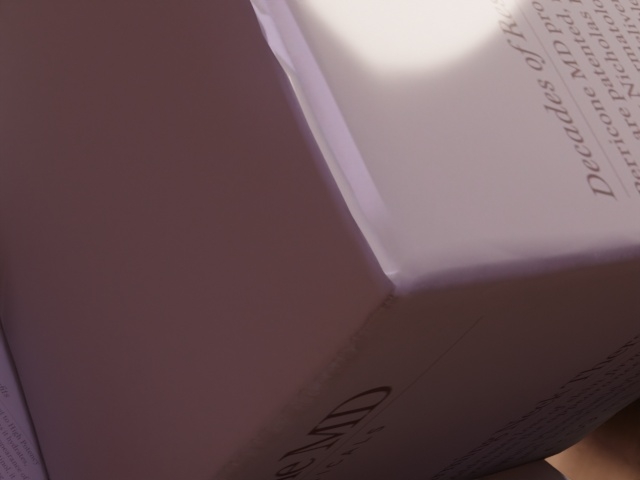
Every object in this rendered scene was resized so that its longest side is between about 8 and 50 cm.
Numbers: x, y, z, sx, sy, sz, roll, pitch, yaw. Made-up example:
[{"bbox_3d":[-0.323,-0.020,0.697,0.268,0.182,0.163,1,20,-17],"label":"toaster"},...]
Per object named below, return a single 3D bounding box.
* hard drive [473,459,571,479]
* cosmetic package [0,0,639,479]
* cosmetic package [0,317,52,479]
[{"bbox_3d":[0.110,0.217,0.689,0.353,0.047,0.233,37,33,29],"label":"hard drive"},{"bbox_3d":[0.042,-0.043,0.617,0.394,0.329,0.327,-5,60,-37],"label":"cosmetic package"},{"bbox_3d":[-0.184,0.104,0.638,0.117,0.085,0.231,52,36,8],"label":"cosmetic package"}]
